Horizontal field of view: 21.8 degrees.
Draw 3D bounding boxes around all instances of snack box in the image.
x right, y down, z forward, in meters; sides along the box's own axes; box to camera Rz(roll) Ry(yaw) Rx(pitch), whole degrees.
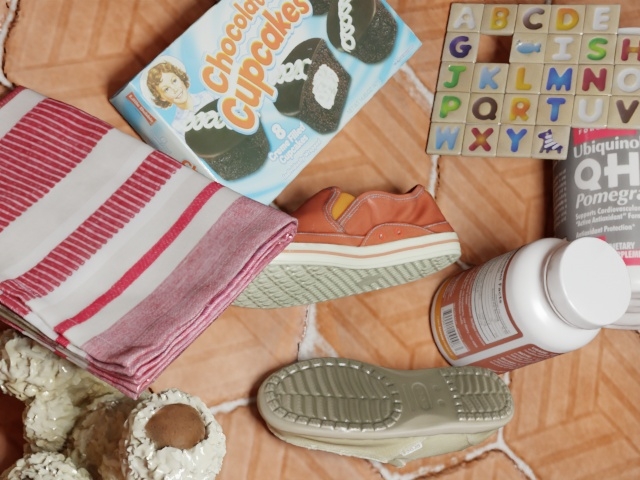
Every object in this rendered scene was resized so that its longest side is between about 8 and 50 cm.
[{"bbox_3d":[-0.051,-0.178,1.743,0.187,0.060,0.322,48,57,-10],"label":"snack box"}]

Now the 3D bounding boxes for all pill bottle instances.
[{"bbox_3d":[0.221,0.067,1.739,0.121,0.216,0.121,10,70,-29],"label":"pill bottle"},{"bbox_3d":[0.353,-0.071,1.888,0.176,0.176,0.319,12,69,-28],"label":"pill bottle"}]

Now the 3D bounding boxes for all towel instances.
[{"bbox_3d":[-0.218,-0.015,1.489,0.329,0.037,0.237,27,52,22],"label":"towel"}]

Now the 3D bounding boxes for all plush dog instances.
[{"bbox_3d":[-0.216,0.225,1.457,0.225,0.262,0.211,-42,142,-22],"label":"plush dog"}]

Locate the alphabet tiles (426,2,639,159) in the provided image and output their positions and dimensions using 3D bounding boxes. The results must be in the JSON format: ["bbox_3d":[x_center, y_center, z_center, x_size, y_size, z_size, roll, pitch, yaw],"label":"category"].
[{"bbox_3d":[0.248,-0.180,1.857,0.009,0.237,0.198,59,38,-60],"label":"alphabet tiles"}]

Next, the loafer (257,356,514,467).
[{"bbox_3d":[0.063,0.183,1.682,0.268,0.092,0.102,4,45,-15],"label":"loafer"}]

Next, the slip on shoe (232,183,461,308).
[{"bbox_3d":[0.000,0.000,1.691,0.331,0.123,0.101,-8,70,-38],"label":"slip on shoe"}]
